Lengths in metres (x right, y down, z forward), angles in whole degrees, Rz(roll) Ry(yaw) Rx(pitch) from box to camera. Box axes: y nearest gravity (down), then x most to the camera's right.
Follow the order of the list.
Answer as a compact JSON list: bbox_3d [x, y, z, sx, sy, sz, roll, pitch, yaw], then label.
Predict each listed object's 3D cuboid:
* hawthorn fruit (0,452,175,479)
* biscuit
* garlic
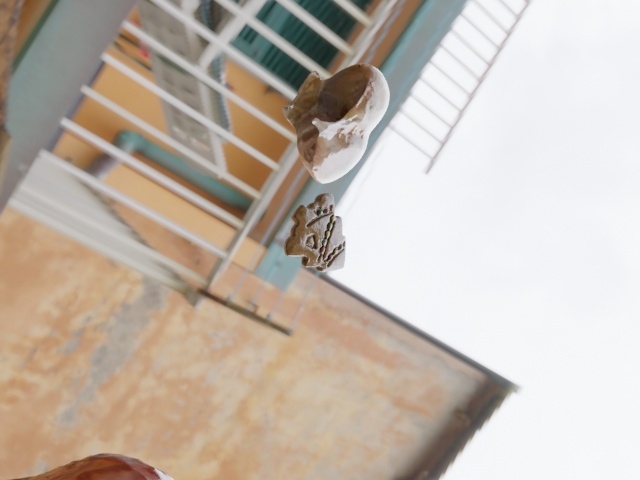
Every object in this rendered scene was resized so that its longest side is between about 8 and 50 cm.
[{"bbox_3d":[-0.165,0.320,0.753,0.287,0.287,0.330,-47,-138,15],"label":"hawthorn fruit"},{"bbox_3d":[0.000,0.000,1.110,0.016,0.092,0.082,6,-129,47],"label":"biscuit"},{"bbox_3d":[0.028,-0.167,1.503,0.174,0.124,0.099,-52,-145,1],"label":"garlic"}]
